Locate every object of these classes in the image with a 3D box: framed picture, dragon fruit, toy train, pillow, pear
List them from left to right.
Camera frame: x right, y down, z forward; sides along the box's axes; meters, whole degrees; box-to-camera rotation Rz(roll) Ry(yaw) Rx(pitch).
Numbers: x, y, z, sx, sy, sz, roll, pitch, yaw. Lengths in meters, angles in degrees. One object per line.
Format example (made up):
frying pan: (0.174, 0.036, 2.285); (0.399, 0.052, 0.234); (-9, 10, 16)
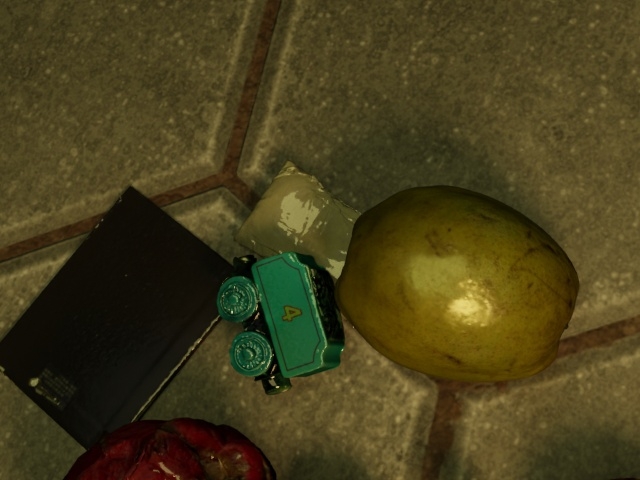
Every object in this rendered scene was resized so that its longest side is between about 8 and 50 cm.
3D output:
framed picture: (-0.300, 0.117, 1.611); (0.255, 0.014, 0.338); (36, 83, 20)
dragon fruit: (-0.185, 0.368, 1.353); (0.329, 0.329, 0.329); (-4, 73, 11)
toy train: (-0.053, 0.106, 1.497); (0.155, 0.107, 0.197); (-17, 80, 15)
pillow: (0.000, 0.000, 1.563); (0.230, 0.050, 0.148); (36, 91, 20)
pear: (0.174, 0.061, 1.405); (0.307, 0.253, 0.252); (22, 79, 7)

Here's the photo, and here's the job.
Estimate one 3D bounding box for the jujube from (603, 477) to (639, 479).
jujube: (0.375, 0.394, 1.272); (0.213, 0.213, 0.232); (-39, 69, -1)
